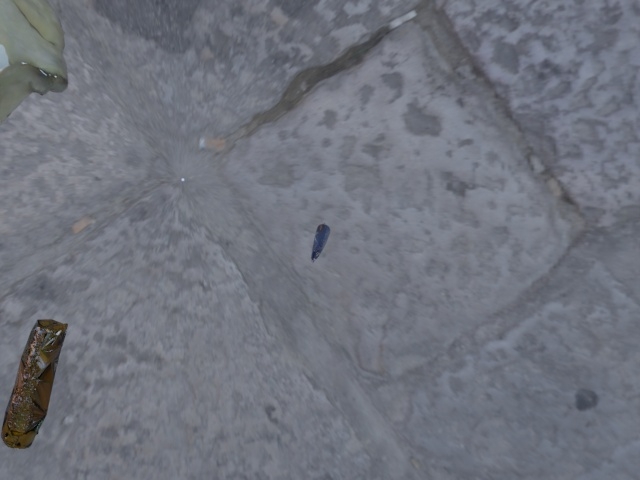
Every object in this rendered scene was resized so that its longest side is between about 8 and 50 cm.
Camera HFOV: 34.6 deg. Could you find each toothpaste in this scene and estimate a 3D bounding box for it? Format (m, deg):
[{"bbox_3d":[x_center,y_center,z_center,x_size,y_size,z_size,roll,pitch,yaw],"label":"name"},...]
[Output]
[{"bbox_3d":[0.000,0.000,1.347,0.019,0.083,0.027,30,118,-8],"label":"toothpaste"}]

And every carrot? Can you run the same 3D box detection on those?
[{"bbox_3d":[-0.473,0.236,1.698,0.069,0.069,0.229,17,101,-8],"label":"carrot"}]

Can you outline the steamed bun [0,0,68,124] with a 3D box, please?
[{"bbox_3d":[-0.247,-0.108,0.379,0.137,0.295,0.292,-38,139,27],"label":"steamed bun"}]
